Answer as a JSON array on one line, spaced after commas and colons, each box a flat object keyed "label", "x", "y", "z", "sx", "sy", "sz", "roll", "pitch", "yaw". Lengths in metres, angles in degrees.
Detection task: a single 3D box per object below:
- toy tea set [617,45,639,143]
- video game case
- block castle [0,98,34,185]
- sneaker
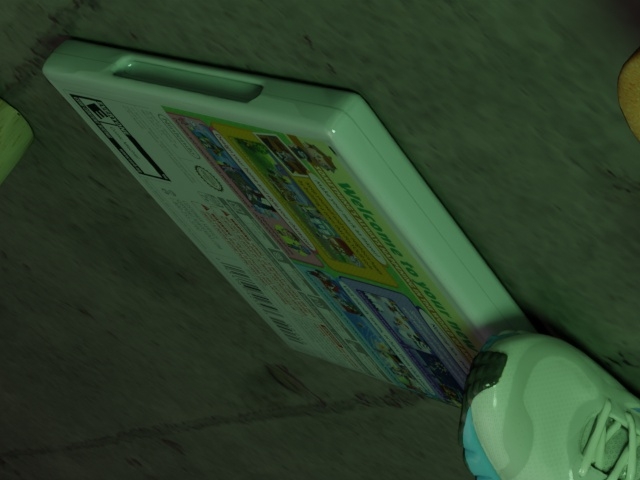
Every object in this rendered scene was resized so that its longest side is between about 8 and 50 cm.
[{"label": "toy tea set", "x": 0.135, "y": 0.006, "z": 0.451, "sx": 0.200, "sy": 0.124, "sz": 0.336, "roll": 24, "pitch": 159, "yaw": 31}, {"label": "video game case", "x": 0.000, "y": 0.000, "z": 0.853, "sx": 0.193, "sy": 0.023, "sz": 0.212, "roll": 16, "pitch": 153, "yaw": 47}, {"label": "block castle", "x": -0.390, "y": -0.113, "z": 0.971, "sx": 0.453, "sy": 0.213, "sz": 0.303, "roll": 28, "pitch": 161, "yaw": 21}, {"label": "sneaker", "x": 0.133, "y": 0.095, "z": 0.799, "sx": 0.191, "sy": 0.071, "sz": 0.083, "roll": 38, "pitch": 158, "yaw": -35}]
